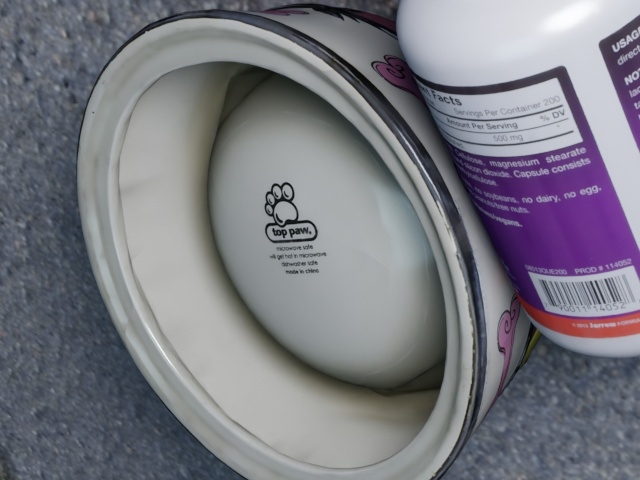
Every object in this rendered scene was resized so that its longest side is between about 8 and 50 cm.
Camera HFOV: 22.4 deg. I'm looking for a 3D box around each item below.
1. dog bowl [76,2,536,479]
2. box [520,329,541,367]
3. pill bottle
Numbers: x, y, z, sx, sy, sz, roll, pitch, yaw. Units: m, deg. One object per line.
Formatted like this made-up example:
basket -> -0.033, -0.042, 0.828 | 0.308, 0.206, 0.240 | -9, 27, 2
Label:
dog bowl -> 0.000, 0.000, 1.263 | 0.408, 0.150, 0.408 | 23, 126, 35
box -> 0.163, 0.014, 1.277 | 0.087, 0.058, 0.232 | 35, 132, 11
pill bottle -> 0.164, -0.094, 1.024 | 0.181, 0.181, 0.323 | -5, 127, 35
